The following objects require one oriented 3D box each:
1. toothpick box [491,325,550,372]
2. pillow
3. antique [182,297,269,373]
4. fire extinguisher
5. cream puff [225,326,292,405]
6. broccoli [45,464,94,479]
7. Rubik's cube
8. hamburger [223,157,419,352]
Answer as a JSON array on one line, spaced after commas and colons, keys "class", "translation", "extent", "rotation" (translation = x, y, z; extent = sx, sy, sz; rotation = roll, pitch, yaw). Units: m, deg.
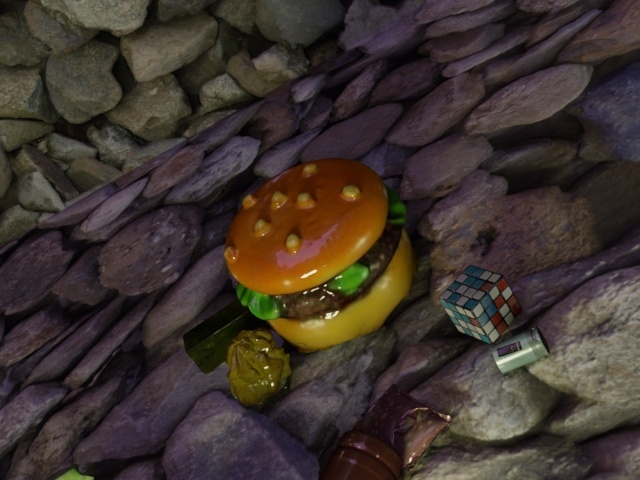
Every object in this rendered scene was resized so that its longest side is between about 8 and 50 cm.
[{"class": "toothpick box", "translation": [0.332, 0.182, 1.403], "extent": [0.083, 0.052, 0.052], "rotation": [-27, 29, 18]}, {"class": "pillow", "translation": [0.138, 0.313, 1.426], "extent": [0.118, 0.043, 0.185], "rotation": [-48, 27, -10]}, {"class": "antique", "translation": [-0.199, 0.201, 1.929], "extent": [0.220, 0.080, 0.081], "rotation": [-33, 29, 2]}, {"class": "fire extinguisher", "translation": [0.016, 0.458, 1.268], "extent": [0.135, 0.114, 0.337], "rotation": [18, 53, 24]}, {"class": "cream puff", "translation": [-0.141, 0.254, 1.725], "extent": [0.156, 0.156, 0.121], "rotation": [-7, 21, 42]}, {"class": "broccoli", "translation": [-0.381, 0.512, 1.467], "extent": [0.270, 0.270, 0.270], "rotation": [-35, 5, 4]}, {"class": "Rubik's cube", "translation": [0.286, 0.113, 1.513], "extent": [0.092, 0.092, 0.092], "rotation": [-44, 29, -16]}, {"class": "hamburger", "translation": [0.000, 0.000, 1.771], "extent": [0.395, 0.278, 0.396], "rotation": [-19, 38, 15]}]
